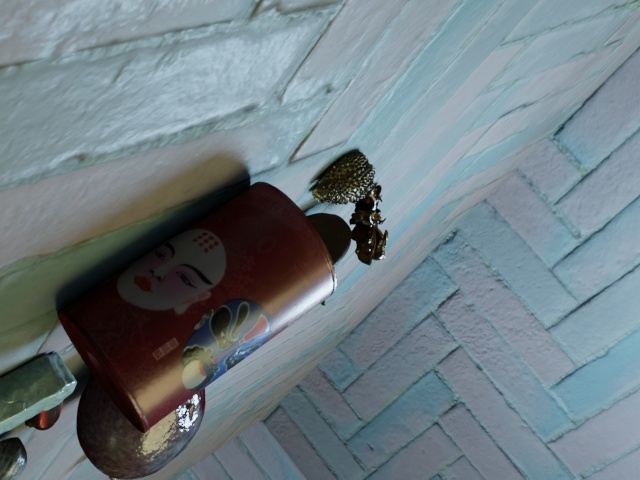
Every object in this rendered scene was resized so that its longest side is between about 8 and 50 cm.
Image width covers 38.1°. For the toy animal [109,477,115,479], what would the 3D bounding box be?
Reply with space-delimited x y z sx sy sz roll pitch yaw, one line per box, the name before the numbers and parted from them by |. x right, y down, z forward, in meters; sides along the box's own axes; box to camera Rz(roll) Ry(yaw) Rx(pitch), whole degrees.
toy animal | -0.478 0.491 2.172 0.089 0.083 0.150 -6 135 -48

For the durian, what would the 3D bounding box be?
durian | 0.054 -0.101 1.612 0.140 0.071 0.110 -36 169 -43

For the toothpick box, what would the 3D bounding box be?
toothpick box | -0.166 0.087 1.291 0.333 0.204 0.204 -36 168 -22

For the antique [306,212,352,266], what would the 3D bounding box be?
antique | -0.067 0.050 1.693 0.257 0.121 0.143 -39 -179 -40

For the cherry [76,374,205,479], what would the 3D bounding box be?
cherry | -0.307 0.289 1.619 0.230 0.203 0.300 -17 147 -46

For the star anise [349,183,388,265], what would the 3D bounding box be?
star anise | 0.096 -0.037 1.807 0.073 0.177 0.234 -1 175 15

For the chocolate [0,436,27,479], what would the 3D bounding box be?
chocolate | -0.557 0.395 1.565 0.167 0.072 0.072 -41 169 18

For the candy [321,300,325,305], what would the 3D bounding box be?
candy | -0.084 0.121 1.804 0.203 0.078 0.141 -20 -168 12

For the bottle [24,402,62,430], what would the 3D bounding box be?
bottle | -0.435 0.257 1.457 0.060 0.060 0.164 -33 167 -29

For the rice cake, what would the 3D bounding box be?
rice cake | -0.441 0.230 1.304 0.206 0.069 0.063 -31 166 -41
